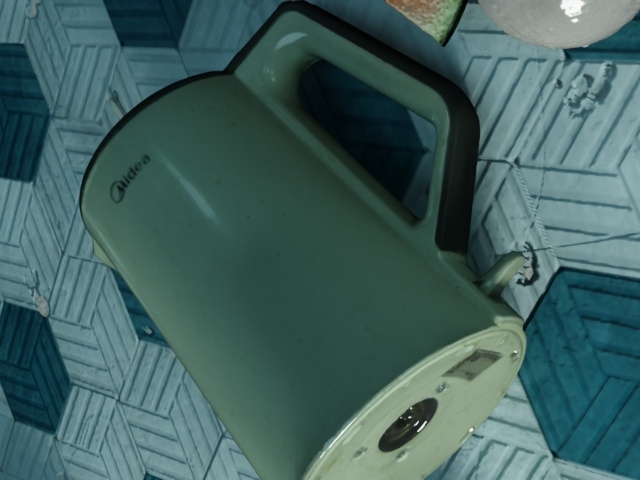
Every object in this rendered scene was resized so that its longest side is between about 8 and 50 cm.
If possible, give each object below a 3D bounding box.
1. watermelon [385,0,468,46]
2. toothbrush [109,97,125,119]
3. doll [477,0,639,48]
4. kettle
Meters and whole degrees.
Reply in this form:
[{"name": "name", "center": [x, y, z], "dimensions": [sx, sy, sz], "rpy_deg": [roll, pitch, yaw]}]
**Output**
[{"name": "watermelon", "center": [0.075, -0.247, 1.042], "dimensions": [0.137, 0.145, 0.193], "rpy_deg": [-5, 92, 18]}, {"name": "toothbrush", "center": [-0.204, -0.112, 1.420], "dimensions": [0.013, 0.011, 0.131], "rpy_deg": [-41, 71, 21]}, {"name": "doll", "center": [0.229, -0.247, 0.860], "dimensions": [0.287, 0.151, 0.151], "rpy_deg": [-34, 78, 41]}, {"name": "kettle", "center": [0.000, 0.000, 1.115], "dimensions": [0.377, 0.250, 0.361], "rpy_deg": [48, 110, 28]}]
